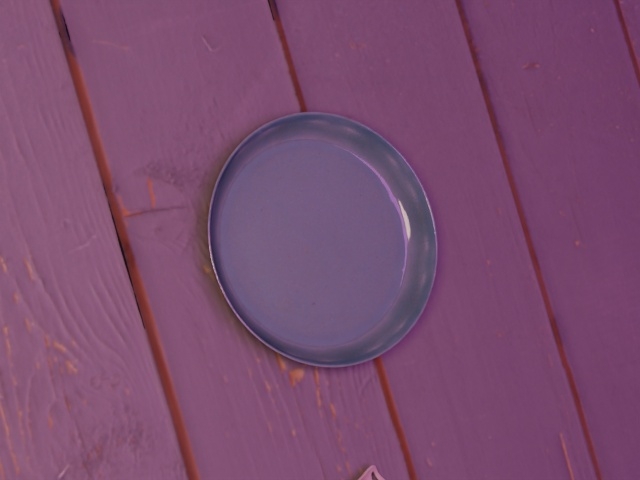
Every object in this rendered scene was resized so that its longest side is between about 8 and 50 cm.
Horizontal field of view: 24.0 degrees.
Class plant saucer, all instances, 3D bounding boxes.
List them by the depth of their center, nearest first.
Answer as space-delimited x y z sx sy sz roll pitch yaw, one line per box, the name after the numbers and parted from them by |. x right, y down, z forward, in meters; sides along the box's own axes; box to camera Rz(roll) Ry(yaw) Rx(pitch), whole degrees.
0.000 0.000 1.858 0.317 0.043 0.318 5 79 -26 | plant saucer

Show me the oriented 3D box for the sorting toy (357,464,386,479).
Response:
0.065 0.317 1.838 0.083 0.045 0.075 42 58 -14 | sorting toy
